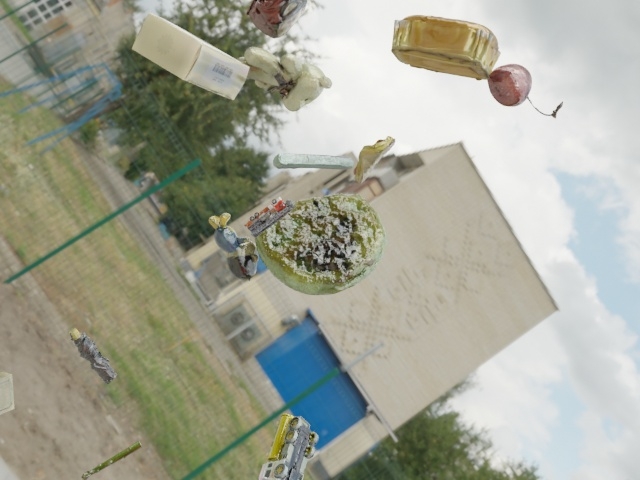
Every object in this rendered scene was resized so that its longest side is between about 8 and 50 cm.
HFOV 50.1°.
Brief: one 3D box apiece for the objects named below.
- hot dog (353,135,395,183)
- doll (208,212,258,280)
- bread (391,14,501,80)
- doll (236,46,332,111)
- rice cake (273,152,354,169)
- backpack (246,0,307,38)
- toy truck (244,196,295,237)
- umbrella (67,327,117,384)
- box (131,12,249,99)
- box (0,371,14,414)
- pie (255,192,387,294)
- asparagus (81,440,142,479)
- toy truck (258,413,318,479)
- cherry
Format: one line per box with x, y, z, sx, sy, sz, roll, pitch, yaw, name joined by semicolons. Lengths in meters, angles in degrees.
0.140;-0.239;1.930;0.061;0.169;0.078;44;22;11;hot dog
-0.204;0.017;1.659;0.102;0.089;0.179;-11;-76;45;doll
0.293;-0.457;1.612;0.241;0.107;0.136;18;-1;23;bread
-0.116;-0.466;1.982;0.278;0.149;0.175;15;11;-29;doll
-0.014;-0.180;1.565;0.033;0.207;0.033;-26;-110;55;rice cake
-0.111;-0.709;2.008;0.139;0.229;0.229;36;-7;-7;backpack
-0.078;-0.039;1.067;0.032;0.083;0.024;53;1;30;toy truck
-0.480;0.242;1.444;0.144;0.037;0.040;60;24;-23;umbrella
-0.288;-0.411;1.551;0.168;0.095;0.212;35;12;19;box
-0.667;0.317;1.387;0.035;0.083;0.079;9;-77;29;box
0.000;0.000;1.632;0.323;0.323;0.070;51;-23;35;pie
-0.417;0.440;1.370;0.015;0.127;0.018;48;-23;34;asparagus
-0.088;0.574;1.839;0.098;0.114;0.227;49;38;-27;toy truck
0.519;-0.382;1.734;0.225;0.107;0.090;12;0;-21;cherry
